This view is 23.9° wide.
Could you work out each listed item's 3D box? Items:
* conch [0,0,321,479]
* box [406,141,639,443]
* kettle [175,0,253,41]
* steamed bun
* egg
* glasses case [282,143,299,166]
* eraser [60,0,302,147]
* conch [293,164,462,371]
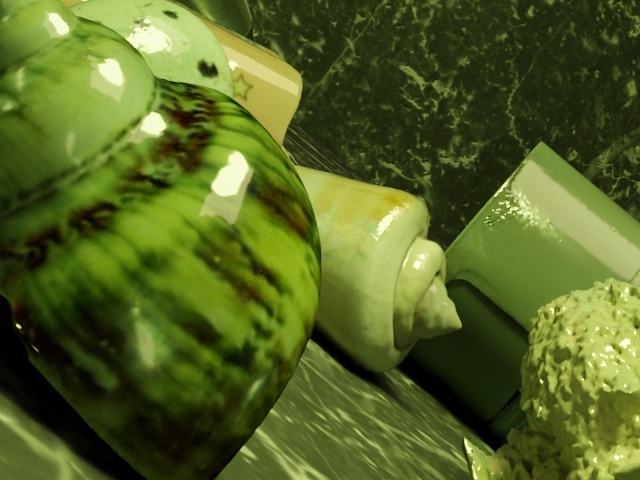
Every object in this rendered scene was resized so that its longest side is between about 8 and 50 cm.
[{"bbox_3d":[-0.081,-0.009,0.606,0.181,0.124,0.187,35,15,-15],"label":"conch"},{"bbox_3d":[0.177,0.046,1.317,0.149,0.226,0.226,40,6,6],"label":"box"},{"bbox_3d":[-0.173,-0.257,1.572,0.271,0.207,0.251,46,-4,-21],"label":"kettle"},{"bbox_3d":[0.174,0.132,0.929,0.170,0.200,0.225,1,7,4],"label":"steamed bun"},{"bbox_3d":[-0.134,-0.098,0.997,0.164,0.131,0.131,0,34,-44],"label":"egg"},{"bbox_3d":[-0.128,-0.121,1.391,0.314,0.075,0.122,35,6,-37],"label":"glasses case"},{"bbox_3d":[-0.165,-0.167,1.183,0.290,0.087,0.171,26,8,-20],"label":"eraser"},{"bbox_3d":[0.008,-0.008,1.151,0.255,0.127,0.158,41,6,16],"label":"conch"}]
